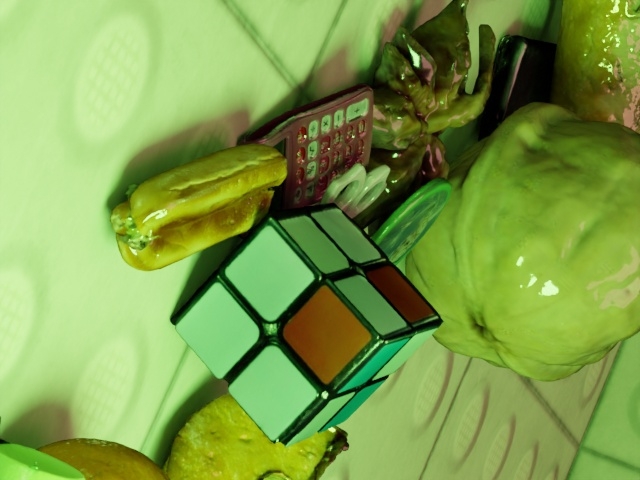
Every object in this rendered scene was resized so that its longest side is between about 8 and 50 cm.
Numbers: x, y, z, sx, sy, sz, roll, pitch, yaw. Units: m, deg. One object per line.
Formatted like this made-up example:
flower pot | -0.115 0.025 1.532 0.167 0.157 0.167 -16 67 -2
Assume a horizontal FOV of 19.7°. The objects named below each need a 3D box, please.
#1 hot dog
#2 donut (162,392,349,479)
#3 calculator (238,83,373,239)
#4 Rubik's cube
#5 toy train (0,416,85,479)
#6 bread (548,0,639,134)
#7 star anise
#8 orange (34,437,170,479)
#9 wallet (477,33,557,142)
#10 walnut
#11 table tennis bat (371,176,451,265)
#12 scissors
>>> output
hot dog | -0.116 -0.038 1.739 0.249 0.068 0.100 -23 145 -58
donut | -0.097 0.249 1.937 0.259 0.152 0.101 -48 -175 -35
calculator | -0.018 -0.087 1.942 0.190 0.034 0.127 -28 135 -37
Rubik's cube | -0.012 0.083 1.873 0.167 0.180 0.183 -47 164 21
toy train | -0.282 0.267 1.485 0.105 0.157 0.253 14 96 -68
bread | 0.423 -0.312 2.572 0.236 0.165 0.375 -36 136 -64
star anise | 0.113 -0.141 2.145 0.349 0.109 0.292 -16 131 -63
orange | -0.221 0.280 1.613 0.224 0.170 0.224 21 90 -84
wallet | 0.303 -0.204 2.630 0.318 0.045 0.172 -8 113 -65
walnut | 0.289 0.003 2.362 0.381 0.381 0.381 -50 151 -41
table tennis bat | 0.064 0.026 2.134 0.257 0.039 0.160 -50 166 19
scissors | 0.000 0.000 2.017 0.212 0.021 0.110 -55 155 19
